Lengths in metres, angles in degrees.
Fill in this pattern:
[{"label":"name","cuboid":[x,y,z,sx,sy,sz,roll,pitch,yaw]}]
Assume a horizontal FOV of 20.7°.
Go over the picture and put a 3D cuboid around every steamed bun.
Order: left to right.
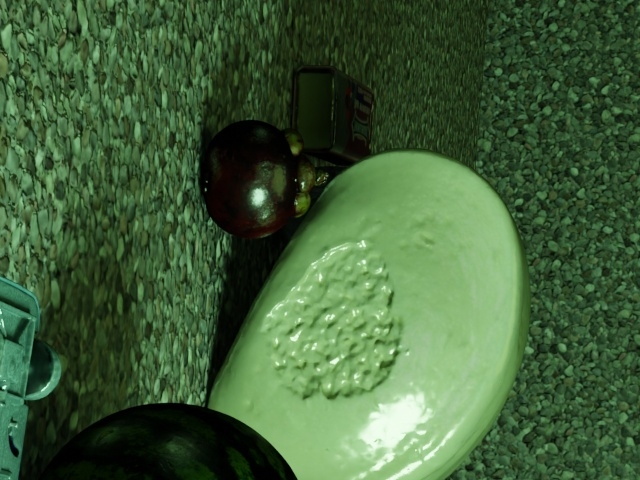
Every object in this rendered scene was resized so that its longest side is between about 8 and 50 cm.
[{"label":"steamed bun","cuboid":[0.093,0.131,2.073,0.456,0.290,0.371,-61,166,-1]}]

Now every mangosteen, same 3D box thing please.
[{"label":"mangosteen","cuboid":[-0.061,-0.068,1.908,0.140,0.140,0.140,3,90,-77]}]

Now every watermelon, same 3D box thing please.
[{"label":"watermelon","cuboid":[-0.126,0.266,1.471,0.269,0.269,0.269,3,90,-77]}]

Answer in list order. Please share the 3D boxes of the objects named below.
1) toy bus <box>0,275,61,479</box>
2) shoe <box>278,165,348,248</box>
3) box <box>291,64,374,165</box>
[{"label":"toy bus","cuboid":[-0.257,0.142,1.115,0.113,0.134,0.246,40,55,-71]},{"label":"shoe","cuboid":[0.000,0.000,2.289,0.245,0.095,0.138,-64,159,-64]},{"label":"box","cuboid":[0.019,-0.167,2.381,0.224,0.069,0.120,5,89,-76]}]
